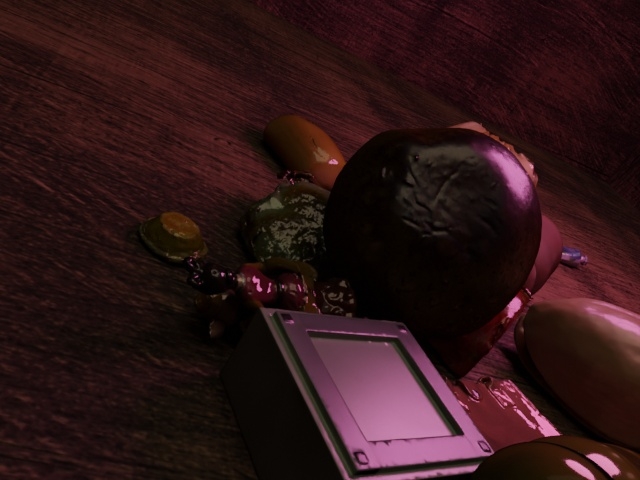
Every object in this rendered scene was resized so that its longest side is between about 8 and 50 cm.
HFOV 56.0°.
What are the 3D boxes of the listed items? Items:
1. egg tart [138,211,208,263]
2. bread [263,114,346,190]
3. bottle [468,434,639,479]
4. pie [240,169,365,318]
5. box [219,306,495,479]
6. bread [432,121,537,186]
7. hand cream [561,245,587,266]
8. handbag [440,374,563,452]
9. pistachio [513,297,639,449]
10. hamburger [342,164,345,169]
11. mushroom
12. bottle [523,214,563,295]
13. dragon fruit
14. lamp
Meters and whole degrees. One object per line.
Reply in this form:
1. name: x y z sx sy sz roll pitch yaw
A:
1. egg tart: -0.204 -0.009 0.849 0.105 0.039 0.105 23 28 -13
2. bread: -0.027 -0.200 1.314 0.147 0.098 0.217 -2 40 -44
3. bottle: 0.243 0.274 0.570 0.351 0.171 0.171 29 18 -52
4. pie: -0.001 0.006 0.993 0.274 0.105 0.257 34 40 7
5. box: 0.041 0.193 0.666 0.225 0.117 0.225 10 33 -37
6. bread: 0.340 -0.140 1.481 0.270 0.211 0.316 -19 45 -29
7. hand cream: 0.699 0.039 1.735 0.142 0.053 0.084 18 28 -4
8. handbag: 0.231 0.258 0.824 0.213 0.059 0.157 7 35 -39
9. pistachio: 0.488 0.220 1.038 0.318 0.214 0.193 29 -19 17
10. hamburger: 0.129 -0.070 1.157 0.214 0.108 0.214 27 -9 5
11. mushroom: 0.170 -0.016 0.889 0.345 0.345 0.239 36 -6 9
12. bottle: 0.386 0.027 1.261 0.297 0.173 0.206 -23 82 -56
13. dragon fruit: 0.245 0.095 1.045 0.212 0.134 0.262 35 26 14
14. lamp: -0.071 0.081 0.753 0.253 0.118 0.118 11 33 -36
